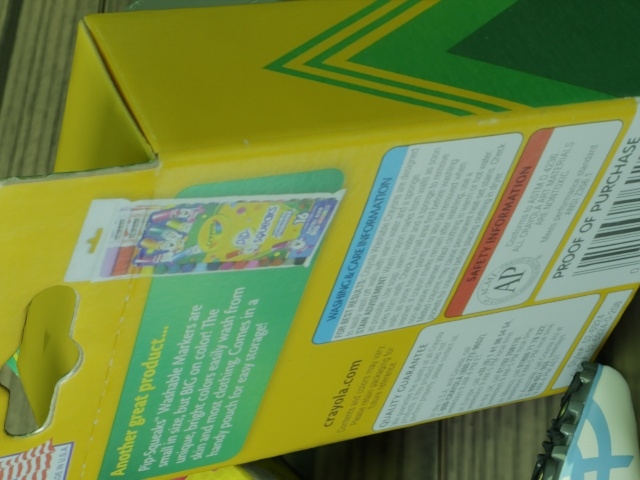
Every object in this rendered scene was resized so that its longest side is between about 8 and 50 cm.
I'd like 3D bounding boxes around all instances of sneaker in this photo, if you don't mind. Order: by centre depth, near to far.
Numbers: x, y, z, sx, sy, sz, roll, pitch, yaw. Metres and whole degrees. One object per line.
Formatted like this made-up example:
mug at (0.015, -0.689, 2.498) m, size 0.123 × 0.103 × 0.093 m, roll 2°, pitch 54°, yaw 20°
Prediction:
sneaker at (0.129, 0.168, 0.643) m, size 0.086 × 0.085 × 0.237 m, roll 6°, pitch 62°, yaw 0°

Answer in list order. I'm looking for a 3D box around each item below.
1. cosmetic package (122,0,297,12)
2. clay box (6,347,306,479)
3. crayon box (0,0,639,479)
cosmetic package at (-0.043, -0.085, 0.766) m, size 0.127 × 0.107 × 0.238 m, roll -32°, pitch 24°, yaw 12°
clay box at (-0.068, 0.106, 0.734) m, size 0.222 × 0.127 × 0.053 m, roll 38°, pitch 88°, yaw 36°
crayon box at (0.000, 0.000, 0.608) m, size 0.323 × 0.203 × 0.083 m, roll -9°, pitch 51°, yaw -28°
